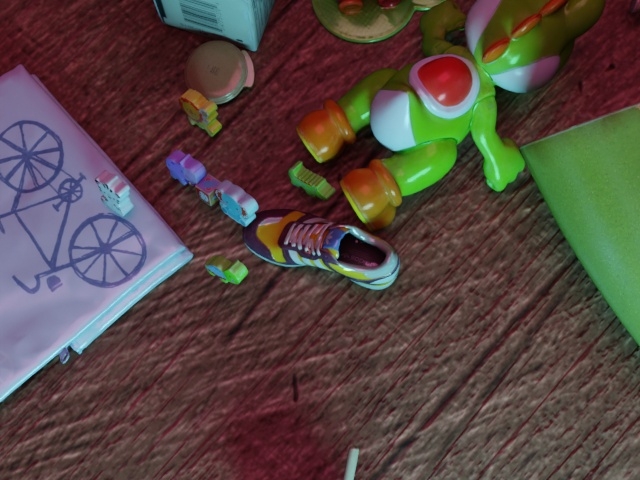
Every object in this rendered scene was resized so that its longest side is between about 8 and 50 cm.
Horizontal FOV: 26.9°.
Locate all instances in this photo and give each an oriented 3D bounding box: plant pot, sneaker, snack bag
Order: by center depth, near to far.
[{"bbox_3d":[0.387,-0.006,1.407,0.274,0.275,0.294,-20,90,-2],"label":"plant pot"},{"bbox_3d":[0.000,0.000,1.495,0.185,0.084,0.070,14,75,6],"label":"sneaker"},{"bbox_3d":[-0.373,0.012,1.538,0.342,0.037,0.323,-41,76,-9],"label":"snack bag"}]

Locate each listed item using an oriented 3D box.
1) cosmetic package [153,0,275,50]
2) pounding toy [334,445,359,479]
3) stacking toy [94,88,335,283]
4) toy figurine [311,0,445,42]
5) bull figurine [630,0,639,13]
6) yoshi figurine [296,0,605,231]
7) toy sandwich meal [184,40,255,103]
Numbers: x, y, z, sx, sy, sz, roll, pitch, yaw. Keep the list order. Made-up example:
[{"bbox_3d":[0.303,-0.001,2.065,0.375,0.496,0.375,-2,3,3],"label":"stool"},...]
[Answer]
[{"bbox_3d":[-0.090,-0.396,1.578,0.129,0.153,0.296,18,75,7],"label":"cosmetic package"},{"bbox_3d":[0.008,0.308,1.399,0.141,0.100,0.130,-28,75,-5],"label":"pounding toy"},{"bbox_3d":[-0.120,-0.062,1.496,0.221,0.052,0.167,32,63,23],"label":"stacking toy"},{"bbox_3d":[0.071,-0.322,1.544,0.173,0.159,0.130,-8,74,0],"label":"toy figurine"},{"bbox_3d":[0.474,-0.315,1.544,0.188,0.101,0.310,17,73,-5],"label":"bull figurine"},{"bbox_3d":[0.162,-0.174,1.519,0.362,0.203,0.203,-36,34,7],"label":"yoshi figurine"},{"bbox_3d":[-0.119,-0.199,1.588,0.085,0.029,0.086,-1,83,10],"label":"toy sandwich meal"}]
